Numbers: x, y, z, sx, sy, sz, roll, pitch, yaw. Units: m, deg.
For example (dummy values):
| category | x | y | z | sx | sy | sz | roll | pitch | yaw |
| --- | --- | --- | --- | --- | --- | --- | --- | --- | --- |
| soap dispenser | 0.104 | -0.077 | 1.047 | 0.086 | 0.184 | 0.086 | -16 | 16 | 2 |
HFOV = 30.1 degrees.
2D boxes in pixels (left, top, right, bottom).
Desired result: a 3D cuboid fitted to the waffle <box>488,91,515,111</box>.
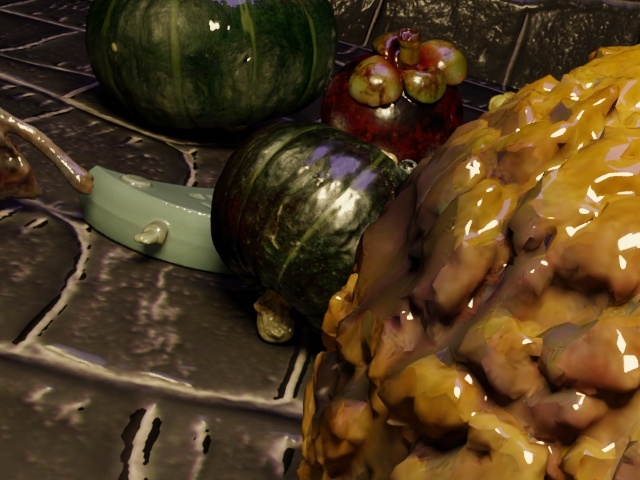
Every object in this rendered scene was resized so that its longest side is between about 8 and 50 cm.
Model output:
| category | x | y | z | sx | sy | sz | roll | pitch | yaw |
| --- | --- | --- | --- | --- | --- | --- | --- | --- | --- |
| waffle | 0.276 | -0.020 | 1.134 | 0.324 | 0.151 | 0.261 | 27 | 11 | -19 |

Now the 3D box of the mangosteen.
| category | x | y | z | sx | sy | sz | roll | pitch | yaw |
| --- | --- | --- | --- | --- | --- | --- | --- | --- | --- |
| mangosteen | 0.092 | -0.165 | 1.421 | 0.200 | 0.200 | 0.200 | 14 | 16 | -4 |

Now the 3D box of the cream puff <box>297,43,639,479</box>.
| category | x | y | z | sx | sy | sz | roll | pitch | yaw |
| --- | --- | --- | --- | --- | --- | --- | --- | --- | --- |
| cream puff | 0.128 | 0.046 | 0.519 | 0.231 | 0.343 | 0.327 | 34 | -4 | -10 |

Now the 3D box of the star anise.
| category | x | y | z | sx | sy | sz | roll | pitch | yaw |
| --- | --- | --- | --- | --- | --- | --- | --- | --- | --- |
| star anise | -0.308 | -0.071 | 0.938 | 0.231 | 0.089 | 0.209 | -10 | 35 | -31 |

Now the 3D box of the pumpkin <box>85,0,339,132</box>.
| category | x | y | z | sx | sy | sz | roll | pitch | yaw |
| --- | --- | --- | --- | --- | --- | --- | --- | --- | --- |
| pumpkin | -0.130 | -0.228 | 1.411 | 0.300 | 0.207 | 0.300 | -2 | 19 | 1 |

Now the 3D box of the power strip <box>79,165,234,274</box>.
| category | x | y | z | sx | sy | sz | roll | pitch | yaw |
| --- | --- | --- | --- | --- | --- | --- | --- | --- | --- |
| power strip | -0.091 | -0.022 | 1.037 | 0.167 | 0.054 | 0.253 | 24 | 18 | 30 |

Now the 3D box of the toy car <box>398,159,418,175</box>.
| category | x | y | z | sx | sy | sz | roll | pitch | yaw |
| --- | --- | --- | --- | --- | --- | --- | --- | --- | --- |
| toy car | 0.109 | -0.040 | 1.268 | 0.205 | 0.056 | 0.095 | 30 | 21 | 29 |

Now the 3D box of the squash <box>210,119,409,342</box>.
| category | x | y | z | sx | sy | sz | roll | pitch | yaw |
| --- | --- | --- | --- | --- | --- | --- | --- | --- | --- |
| squash | 0.003 | -0.005 | 0.871 | 0.193 | 0.156 | 0.193 | 57 | 5 | -7 |
